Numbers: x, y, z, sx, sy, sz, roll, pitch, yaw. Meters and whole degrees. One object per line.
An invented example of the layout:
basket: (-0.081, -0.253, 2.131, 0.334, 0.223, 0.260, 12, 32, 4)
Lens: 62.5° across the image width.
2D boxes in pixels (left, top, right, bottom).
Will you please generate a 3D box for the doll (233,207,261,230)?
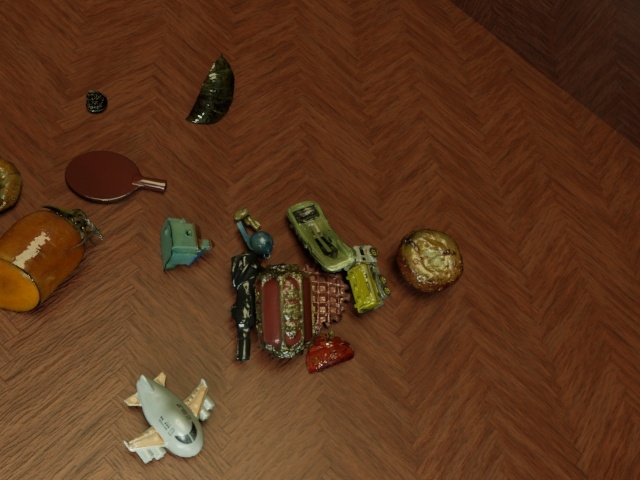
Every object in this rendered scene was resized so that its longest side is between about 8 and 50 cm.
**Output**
doll: (-0.245, -0.069, 1.771, 0.093, 0.051, 0.061, 52, 29, -11)

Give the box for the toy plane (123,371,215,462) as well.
toy plane: (-0.391, 0.448, 1.356, 0.245, 0.117, 0.244, 9, 56, -14)

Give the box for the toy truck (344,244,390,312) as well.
toy truck: (0.143, 0.125, 1.728, 0.114, 0.098, 0.226, 8, 56, -38)

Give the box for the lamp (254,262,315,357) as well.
lamp: (-0.105, 0.203, 1.541, 0.177, 0.177, 0.273, -3, 85, -21)

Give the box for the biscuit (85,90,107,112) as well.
biscuit: (-0.787, -0.484, 1.836, 0.089, 0.027, 0.087, 34, 54, 2)

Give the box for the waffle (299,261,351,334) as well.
waffle: (-0.013, 0.174, 1.690, 0.234, 0.055, 0.221, -36, 77, -33)

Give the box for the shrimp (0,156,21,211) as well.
shrimp: (-1.025, -0.149, 1.531, 0.290, 0.054, 0.222, -19, 67, -36)

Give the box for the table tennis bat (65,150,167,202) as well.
table tennis bat: (-0.658, -0.202, 1.704, 0.310, 0.038, 0.200, 9, 58, -13)

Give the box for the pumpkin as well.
pumpkin: (-0.377, -0.559, 1.942, 0.111, 0.163, 0.278, 27, 56, -1)

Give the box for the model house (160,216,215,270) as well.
model house: (-0.407, 0.011, 1.627, 0.149, 0.119, 0.148, 4, 57, -29)

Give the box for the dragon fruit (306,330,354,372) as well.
dragon fruit: (0.027, 0.325, 1.599, 0.162, 0.083, 0.106, -14, 63, -24)

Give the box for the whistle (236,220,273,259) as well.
whistle: (-0.202, -0.005, 1.715, 0.090, 0.090, 0.158, -17, 66, -27)

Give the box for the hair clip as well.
hair clip: (0.000, 0.001, 1.766, 0.138, 0.091, 0.321, -23, 50, -14)

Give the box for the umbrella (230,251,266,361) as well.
umbrella: (-0.221, 0.192, 1.577, 0.118, 0.118, 0.340, 8, 58, -15)

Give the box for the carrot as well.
carrot: (-0.754, 0.024, 1.433, 0.193, 0.214, 0.331, 47, 49, -20)

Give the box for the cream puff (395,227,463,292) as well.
cream puff: (0.370, 0.070, 1.824, 0.240, 0.164, 0.240, 3, 72, -9)
